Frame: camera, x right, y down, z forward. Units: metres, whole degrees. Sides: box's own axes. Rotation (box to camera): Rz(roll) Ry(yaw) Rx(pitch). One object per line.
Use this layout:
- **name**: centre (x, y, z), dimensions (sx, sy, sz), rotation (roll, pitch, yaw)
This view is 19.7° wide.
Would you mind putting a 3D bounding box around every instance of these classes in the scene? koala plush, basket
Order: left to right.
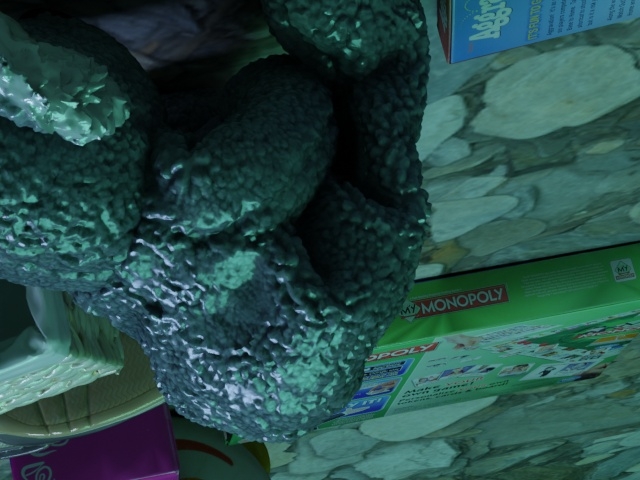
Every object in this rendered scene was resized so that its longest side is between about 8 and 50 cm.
- **basket**: centre (-0.198, 0.036, 0.960), dimensions (0.167, 0.113, 0.103), rotation (-18, 165, 14)
- **koala plush**: centre (-0.086, -0.026, 0.776), dimensions (0.221, 0.203, 0.196), rotation (15, 147, -34)

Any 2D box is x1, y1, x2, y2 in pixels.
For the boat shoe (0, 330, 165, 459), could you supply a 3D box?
- **boat shoe**: centre (-0.196, 0.083, 1.126), dimensions (0.285, 0.103, 0.092), rotation (-16, 167, 15)

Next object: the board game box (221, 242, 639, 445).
- **board game box**: centre (0.088, 0.081, 1.391), dimensions (0.317, 0.046, 0.213), rotation (-9, 160, -13)

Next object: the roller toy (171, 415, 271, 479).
- **roller toy**: centre (-0.128, 0.245, 1.481), dimensions (0.209, 0.191, 0.146), rotation (-2, 157, -31)

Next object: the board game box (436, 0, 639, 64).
- **board game box**: centre (0.120, -0.156, 0.760), dimensions (0.145, 0.027, 0.281), rotation (-15, 161, -2)

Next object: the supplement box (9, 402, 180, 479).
- **supplement box**: centre (-0.161, 0.147, 1.303), dimensions (0.114, 0.111, 0.220), rotation (-10, 160, -9)
